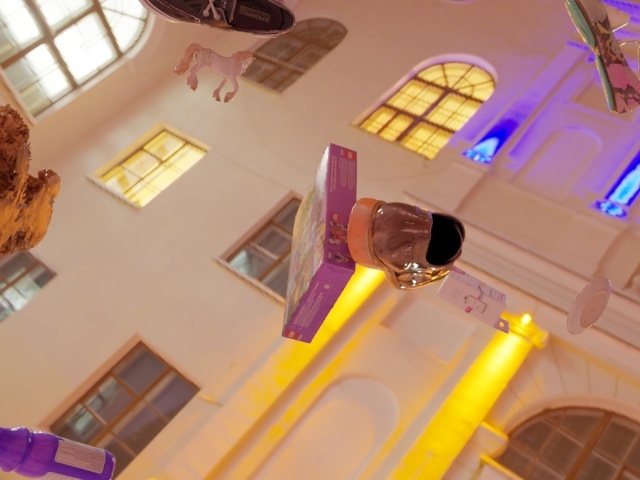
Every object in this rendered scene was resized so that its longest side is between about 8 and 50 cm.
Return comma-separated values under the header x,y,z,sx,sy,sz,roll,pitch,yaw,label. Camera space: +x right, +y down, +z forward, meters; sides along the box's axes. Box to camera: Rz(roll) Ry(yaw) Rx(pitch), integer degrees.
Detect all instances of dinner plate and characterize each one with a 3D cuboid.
x,y,z,sx,sy,sz,roll,pitch,yaw,label
0.574,0.142,1.371,0.017,0.141,0.141,39,-21,46,dinner plate

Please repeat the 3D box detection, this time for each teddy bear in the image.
x,y,z,sx,sy,sz,roll,pitch,yaw,label
-0.416,-0.036,0.724,0.113,0.338,0.245,19,-69,-3,teddy bear

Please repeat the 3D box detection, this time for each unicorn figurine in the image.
x,y,z,sx,sy,sz,roll,pitch,yaw,label
-0.184,-0.316,1.201,0.060,0.111,0.162,22,3,42,unicorn figurine

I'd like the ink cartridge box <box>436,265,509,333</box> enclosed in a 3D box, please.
x,y,z,sx,sy,sz,roll,pitch,yaw,label
0.399,0.147,1.625,0.198,0.067,0.115,30,18,9,ink cartridge box

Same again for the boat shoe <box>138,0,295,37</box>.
x,y,z,sx,sy,sz,roll,pitch,yaw,label
-0.190,-0.442,1.211,0.301,0.108,0.102,9,13,-30,boat shoe

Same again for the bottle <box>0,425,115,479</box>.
x,y,z,sx,sy,sz,roll,pitch,yaw,label
-0.574,0.452,1.348,0.118,0.092,0.283,-18,-39,37,bottle

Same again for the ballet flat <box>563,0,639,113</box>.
x,y,z,sx,sy,sz,roll,pitch,yaw,label
0.468,-0.315,1.040,0.221,0.079,0.077,68,16,2,ballet flat

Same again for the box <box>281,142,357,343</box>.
x,y,z,sx,sy,sz,roll,pitch,yaw,label
0.000,0.000,1.112,0.057,0.293,0.201,17,-47,-13,box

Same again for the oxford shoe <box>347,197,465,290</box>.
x,y,z,sx,sy,sz,roll,pitch,yaw,label
0.171,0.019,1.034,0.133,0.129,0.364,4,-5,27,oxford shoe
